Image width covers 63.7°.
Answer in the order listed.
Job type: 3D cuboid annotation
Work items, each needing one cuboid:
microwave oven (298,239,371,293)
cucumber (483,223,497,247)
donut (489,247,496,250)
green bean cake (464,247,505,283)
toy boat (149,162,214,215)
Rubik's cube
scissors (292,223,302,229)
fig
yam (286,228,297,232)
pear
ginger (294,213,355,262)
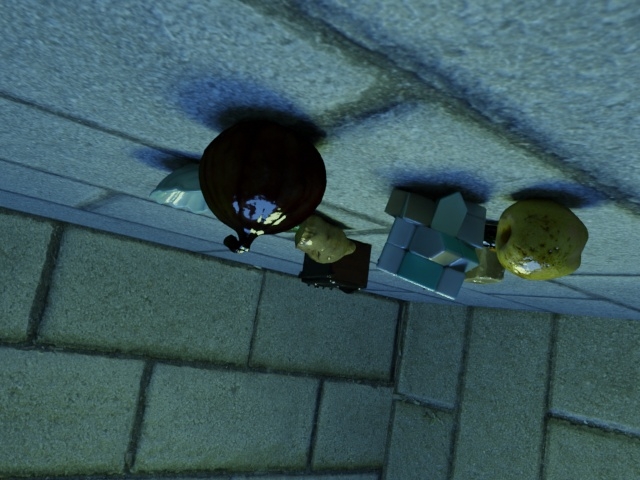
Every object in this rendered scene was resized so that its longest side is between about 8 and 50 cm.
[{"bbox_3d":[0.052,0.095,1.943,0.178,0.188,0.247,15,170,-27],"label":"microwave oven"},{"bbox_3d":[0.391,-0.017,1.296,0.245,0.067,0.067,7,170,8],"label":"cucumber"},{"bbox_3d":[0.519,0.014,1.423,0.097,0.043,0.108,10,172,-4],"label":"donut"},{"bbox_3d":[0.506,0.077,1.611,0.085,0.109,0.179,11,170,-5],"label":"green bean cake"},{"bbox_3d":[-0.271,-0.121,1.244,0.290,0.100,0.199,7,171,24],"label":"toy boat"},{"bbox_3d":[0.236,-0.008,1.123,0.224,0.213,0.265,23,-176,8],"label":"Rubik's cube"},{"bbox_3d":[-0.151,-0.064,1.688,0.204,0.027,0.101,13,169,-30],"label":"scissors"},{"bbox_3d":[-0.100,-0.101,0.913,0.234,0.215,0.235,-4,149,-2],"label":"fig"},{"bbox_3d":[-0.152,-0.044,1.829,0.234,0.029,0.027,6,143,32],"label":"yam"},{"bbox_3d":[0.443,-0.001,1.035,0.177,0.178,0.178,9,171,2],"label":"pear"},{"bbox_3d":[0.000,0.000,1.617,0.189,0.127,0.354,12,174,21],"label":"ginger"}]
